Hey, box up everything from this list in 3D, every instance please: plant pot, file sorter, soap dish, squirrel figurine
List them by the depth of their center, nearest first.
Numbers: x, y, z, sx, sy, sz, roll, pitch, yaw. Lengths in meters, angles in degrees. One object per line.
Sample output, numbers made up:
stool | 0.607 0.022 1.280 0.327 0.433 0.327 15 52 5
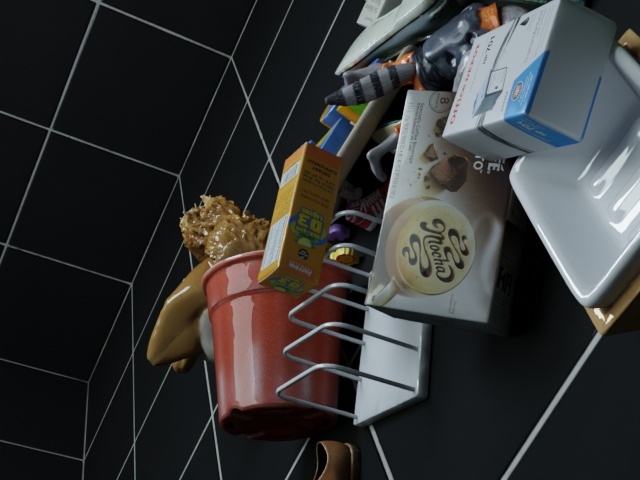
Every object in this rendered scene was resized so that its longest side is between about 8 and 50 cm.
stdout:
soap dish | 0.333 -0.065 0.982 0.228 0.118 0.290 -59 23 27
file sorter | 0.055 0.117 1.448 0.193 0.173 0.277 -40 36 53
plant pot | -0.073 0.195 1.616 0.272 0.273 0.265 -43 42 51
squirrel figurine | -0.194 0.107 1.992 0.370 0.281 0.396 -145 65 -84

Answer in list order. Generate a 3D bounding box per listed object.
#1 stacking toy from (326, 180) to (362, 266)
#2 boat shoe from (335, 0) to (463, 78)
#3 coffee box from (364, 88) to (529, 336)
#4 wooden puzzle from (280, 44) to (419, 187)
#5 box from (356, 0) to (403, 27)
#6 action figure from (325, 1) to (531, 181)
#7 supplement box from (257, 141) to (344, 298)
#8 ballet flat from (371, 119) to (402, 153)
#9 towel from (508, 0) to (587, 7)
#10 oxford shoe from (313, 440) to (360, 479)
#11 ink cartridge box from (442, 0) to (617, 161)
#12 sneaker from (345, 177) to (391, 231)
stacking toy | 0.000 0.000 1.813 0.221 0.052 0.166 -32 44 45
boat shoe | 0.143 -0.366 1.725 0.319 0.099 0.116 -28 30 51
coffee box | 0.181 -0.038 1.216 0.168 0.119 0.297 8 80 26
wooden puzzle | 0.033 -0.198 1.744 0.322 0.081 0.348 -59 7 -16
box | 0.179 -0.534 1.833 0.275 0.094 0.113 -66 21 11
action figure | 0.189 -0.224 1.371 0.330 0.178 0.341 -31 42 24
supplement box | -0.029 -0.032 1.442 0.080 0.078 0.233 -33 39 54
ballet flat | 0.165 -0.180 1.585 0.248 0.086 0.086 -23 50 62
towel | 0.224 -0.480 1.346 0.040 0.370 0.271 50 -126 -73
oxford shoe | 0.017 0.406 1.423 0.076 0.076 0.212 -51 30 39
ink cartridge box | 0.232 -0.176 1.055 0.191 0.082 0.139 -4 66 69
sneaker | 0.090 -0.073 1.681 0.118 0.067 0.042 -60 23 27
